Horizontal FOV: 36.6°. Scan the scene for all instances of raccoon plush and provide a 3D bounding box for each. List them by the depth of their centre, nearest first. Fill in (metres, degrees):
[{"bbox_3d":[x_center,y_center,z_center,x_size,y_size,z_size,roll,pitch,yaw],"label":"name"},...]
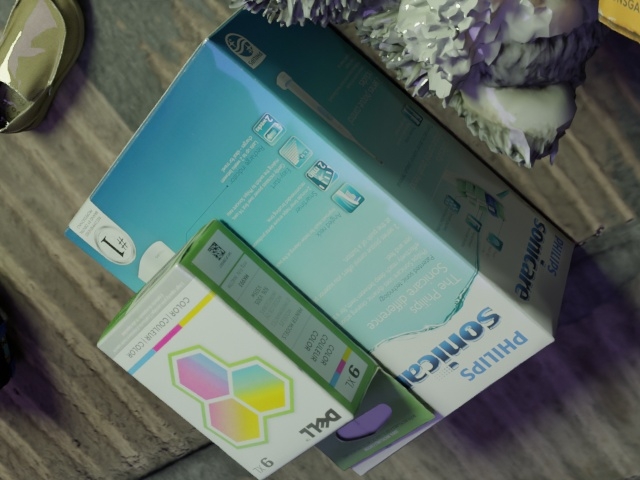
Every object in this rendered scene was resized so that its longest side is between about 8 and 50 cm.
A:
[{"bbox_3d":[-0.032,-0.190,0.569,0.446,0.216,0.299,11,152,48],"label":"raccoon plush"}]

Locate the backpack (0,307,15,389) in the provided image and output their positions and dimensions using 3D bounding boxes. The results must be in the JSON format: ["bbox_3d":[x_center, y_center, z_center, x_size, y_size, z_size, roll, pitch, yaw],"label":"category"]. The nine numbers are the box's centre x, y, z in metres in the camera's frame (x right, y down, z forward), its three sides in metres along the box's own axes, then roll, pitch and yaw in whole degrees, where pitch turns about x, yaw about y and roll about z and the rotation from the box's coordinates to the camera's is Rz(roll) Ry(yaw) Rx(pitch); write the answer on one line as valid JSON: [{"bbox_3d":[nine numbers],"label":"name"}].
[{"bbox_3d":[-0.382,0.078,0.913,0.158,0.117,0.173,6,124,18],"label":"backpack"}]

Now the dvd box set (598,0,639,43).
[{"bbox_3d":[0.267,-0.298,0.357,0.307,0.062,0.420,-11,122,-11],"label":"dvd box set"}]

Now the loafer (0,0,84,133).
[{"bbox_3d":[-0.228,-0.136,0.755,0.056,0.050,0.148,30,127,1],"label":"loafer"}]

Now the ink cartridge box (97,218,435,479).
[{"bbox_3d":[-0.036,0.095,0.665,0.209,0.062,0.109,42,127,-9],"label":"ink cartridge box"}]

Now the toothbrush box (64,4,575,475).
[{"bbox_3d":[0.000,0.000,0.705,0.295,0.126,0.216,40,127,-5],"label":"toothbrush box"}]
